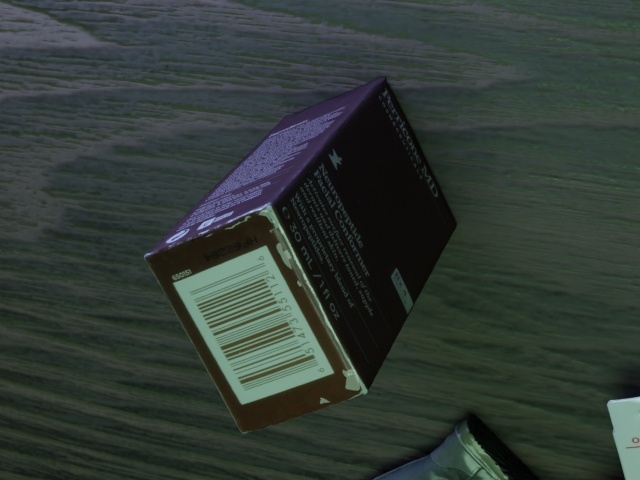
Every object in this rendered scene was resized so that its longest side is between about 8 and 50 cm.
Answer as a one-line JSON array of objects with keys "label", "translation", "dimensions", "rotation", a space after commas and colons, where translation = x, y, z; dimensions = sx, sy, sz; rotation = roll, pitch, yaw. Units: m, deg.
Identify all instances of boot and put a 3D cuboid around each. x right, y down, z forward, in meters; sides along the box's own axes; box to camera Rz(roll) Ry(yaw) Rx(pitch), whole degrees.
[{"label": "boot", "translation": [0.151, 0.322, 1.537], "dimensions": [0.208, 0.076, 0.189], "rotation": [-43, 80, 23]}]

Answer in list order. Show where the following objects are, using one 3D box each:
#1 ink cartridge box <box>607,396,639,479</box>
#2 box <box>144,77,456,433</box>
[{"label": "ink cartridge box", "translation": [0.379, 0.230, 1.422], "dimensions": [0.104, 0.061, 0.181], "rotation": [-10, 110, 22]}, {"label": "box", "translation": [0.000, 0.000, 1.268], "dimensions": [0.143, 0.381, 0.191], "rotation": [-21, 105, 24]}]
